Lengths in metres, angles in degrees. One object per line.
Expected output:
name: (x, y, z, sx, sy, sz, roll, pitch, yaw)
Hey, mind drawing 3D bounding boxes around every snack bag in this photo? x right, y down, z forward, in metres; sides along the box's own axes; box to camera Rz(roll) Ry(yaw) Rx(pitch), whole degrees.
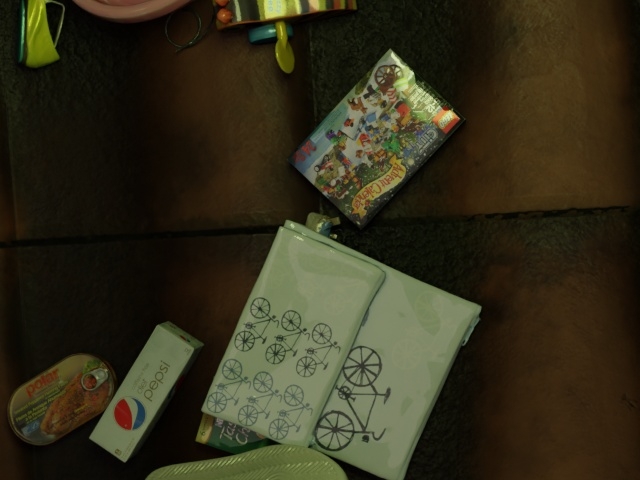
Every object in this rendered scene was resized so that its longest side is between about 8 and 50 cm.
snack bag: (0.034, 0.181, 1.914, 0.343, 0.037, 0.323, 24, 92, -4)

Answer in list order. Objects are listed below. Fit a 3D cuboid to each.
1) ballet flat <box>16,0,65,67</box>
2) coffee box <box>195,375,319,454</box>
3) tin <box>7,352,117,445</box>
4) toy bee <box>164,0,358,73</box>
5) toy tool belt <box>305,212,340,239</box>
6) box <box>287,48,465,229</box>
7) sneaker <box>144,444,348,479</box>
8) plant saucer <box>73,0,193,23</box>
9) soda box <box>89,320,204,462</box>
ballet flat: (-0.442, -0.388, 1.977, 0.077, 0.077, 0.231, -4, 103, -19)
coffee box: (-0.095, 0.289, 1.971, 0.184, 0.040, 0.113, 18, 94, 7)
tin: (-0.414, 0.252, 2.021, 0.190, 0.040, 0.106, -31, 92, 8)
toy bee: (-0.094, -0.337, 1.887, 0.298, 0.162, 0.195, -31, 89, 8)
toy tool belt: (0.000, 0.000, 1.941, 0.051, 0.052, 0.083, 13, 95, 16)
box: (0.086, -0.154, 1.925, 0.159, 0.044, 0.233, 44, 98, 5)
sneaker: (-0.103, 0.410, 1.918, 0.350, 0.131, 0.148, -8, 128, 26)
plant saucer: (-0.246, -0.471, 1.895, 0.332, 0.084, 0.332, -9, 69, 23)
soda box: (-0.273, 0.237, 1.982, 0.074, 0.069, 0.216, 32, 96, 7)
